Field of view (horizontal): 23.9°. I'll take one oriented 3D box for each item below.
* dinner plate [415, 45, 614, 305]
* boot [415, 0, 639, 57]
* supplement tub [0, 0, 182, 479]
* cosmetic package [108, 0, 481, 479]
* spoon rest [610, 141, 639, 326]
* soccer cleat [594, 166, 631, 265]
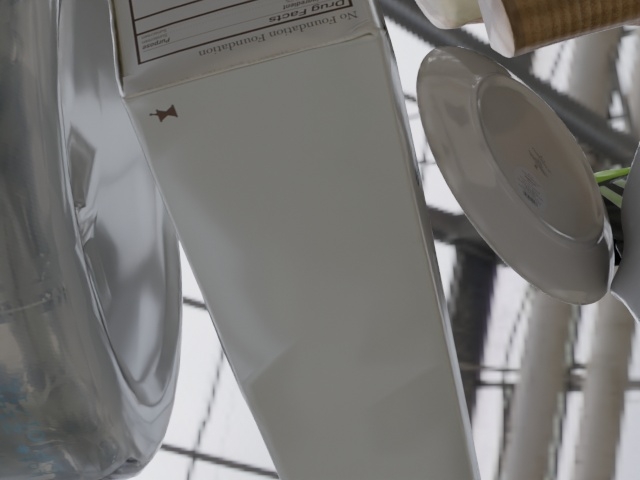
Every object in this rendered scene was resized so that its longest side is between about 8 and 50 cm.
[{"bbox_3d":[0.097,-0.035,0.705,0.141,0.017,0.141,32,-140,-31],"label":"dinner plate"},{"bbox_3d":[0.161,-0.196,0.883,0.211,0.295,0.104,-21,-61,-6],"label":"boot"},{"bbox_3d":[-0.229,0.002,0.512,0.207,0.338,0.207,-8,-90,-86],"label":"supplement tub"},{"bbox_3d":[0.000,0.000,0.422,0.239,0.060,0.099,73,-175,-52],"label":"cosmetic package"},{"bbox_3d":[0.158,-0.008,0.647,0.276,0.084,0.137,44,-128,-62],"label":"spoon rest"},{"bbox_3d":[0.229,-0.023,1.065,0.179,0.060,0.072,-11,-104,-4],"label":"soccer cleat"}]
